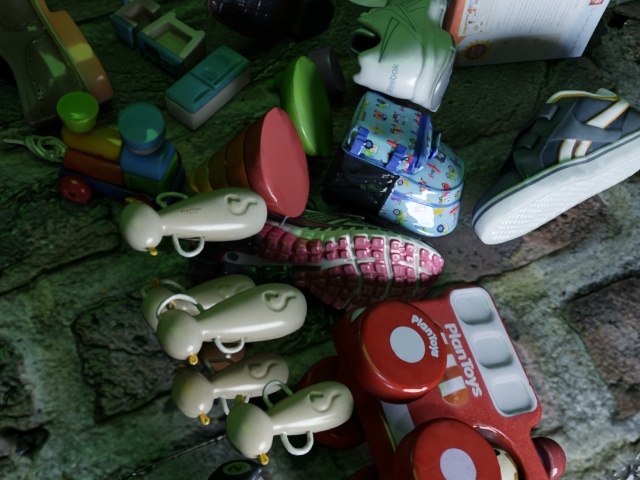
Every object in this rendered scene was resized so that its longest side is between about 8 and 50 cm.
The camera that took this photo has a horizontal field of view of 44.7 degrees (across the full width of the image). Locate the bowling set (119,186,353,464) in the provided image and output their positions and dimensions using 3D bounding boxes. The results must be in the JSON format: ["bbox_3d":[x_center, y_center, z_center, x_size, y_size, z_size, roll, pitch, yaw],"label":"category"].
[{"bbox_3d":[-0.112,0.108,0.785,0.154,0.200,0.287,-11,63,-35],"label":"bowling set"}]

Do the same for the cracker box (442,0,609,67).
[{"bbox_3d":[0.286,-0.331,1.117,0.232,0.156,0.067,-6,60,-10],"label":"cracker box"}]

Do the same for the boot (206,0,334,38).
[{"bbox_3d":[-0.092,-0.347,1.114,0.219,0.082,0.106,-7,44,-44],"label":"boot"}]

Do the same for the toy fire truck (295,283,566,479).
[{"bbox_3d":[0.136,0.190,0.810,0.253,0.169,0.302,-5,60,-30],"label":"toy fire truck"}]

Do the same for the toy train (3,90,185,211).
[{"bbox_3d":[-0.293,-0.125,0.949,0.248,0.143,0.105,17,59,4],"label":"toy train"}]

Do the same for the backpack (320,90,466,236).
[{"bbox_3d":[0.106,-0.089,0.969,0.173,0.117,0.158,25,37,1],"label":"backpack"}]

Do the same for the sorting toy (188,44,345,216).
[{"bbox_3d":[-0.065,-0.143,0.965,0.126,0.127,0.365,-10,30,20],"label":"sorting toy"}]

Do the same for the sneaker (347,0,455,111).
[{"bbox_3d":[0.103,-0.281,1.052,0.129,0.111,0.297,10,33,-5],"label":"sneaker"}]

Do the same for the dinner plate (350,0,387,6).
[{"bbox_3d":[0.081,-0.425,1.234,0.141,0.017,0.141,2,59,-3],"label":"dinner plate"}]

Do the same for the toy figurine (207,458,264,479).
[{"bbox_3d":[-0.091,0.308,0.678,0.148,0.213,0.209,42,69,5],"label":"toy figurine"}]

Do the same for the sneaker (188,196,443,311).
[{"bbox_3d":[0.000,0.000,0.923,0.299,0.121,0.112,11,39,-5],"label":"sneaker"}]

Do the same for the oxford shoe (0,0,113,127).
[{"bbox_3d":[-0.430,-0.303,1.053,0.132,0.130,0.364,-34,68,-16],"label":"oxford shoe"}]

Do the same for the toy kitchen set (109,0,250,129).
[{"bbox_3d":[-0.210,-0.284,1.036,0.207,0.166,0.122,34,62,14],"label":"toy kitchen set"}]

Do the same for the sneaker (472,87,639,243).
[{"bbox_3d":[0.294,-0.103,1.006,0.321,0.126,0.127,-24,69,-30],"label":"sneaker"}]
